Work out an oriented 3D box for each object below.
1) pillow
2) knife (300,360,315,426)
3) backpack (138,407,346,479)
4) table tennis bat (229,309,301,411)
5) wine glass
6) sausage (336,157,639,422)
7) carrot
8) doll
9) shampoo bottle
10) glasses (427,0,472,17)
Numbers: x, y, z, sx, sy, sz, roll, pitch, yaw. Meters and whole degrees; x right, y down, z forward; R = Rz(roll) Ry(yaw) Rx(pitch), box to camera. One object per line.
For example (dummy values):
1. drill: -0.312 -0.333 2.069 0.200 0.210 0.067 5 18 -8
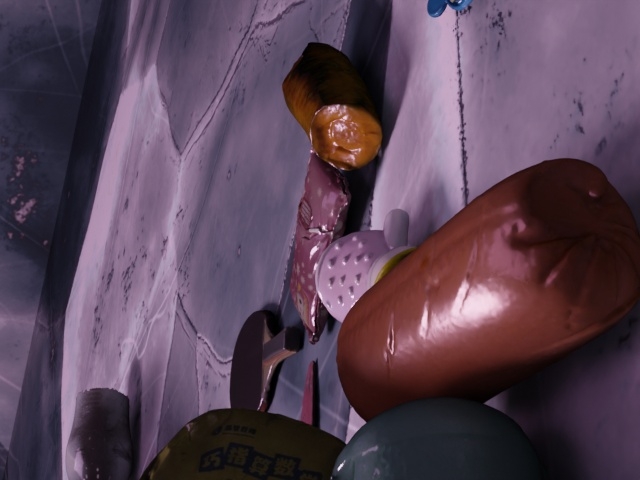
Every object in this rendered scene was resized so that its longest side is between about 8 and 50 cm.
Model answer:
1. pillow: 0.000 0.000 1.513 0.118 0.043 0.185 -120 35 -61
2. knife: -0.014 0.235 1.480 0.035 0.018 0.247 127 151 -59
3. backpack: -0.061 0.250 1.099 0.140 0.207 0.253 70 -147 -59
4. table tennis bat: -0.065 0.134 1.671 0.220 0.019 0.130 139 136 -64
5. wine glass: -0.318 0.327 2.192 0.103 0.103 0.222 127 148 -53
6. sausage: 0.110 0.045 1.048 0.304 0.121 0.121 136 140 -57
7. carrot: 0.009 -0.135 1.494 0.173 0.082 0.082 -108 33 -60
8. doll: 0.055 0.035 1.276 0.207 0.081 0.129 5 73 68
9. shampoo bottle: 0.086 0.263 0.960 0.222 0.151 0.350 113 159 -52
10. glasses: 0.081 -0.321 1.286 0.102 0.207 0.239 -21 55 26
